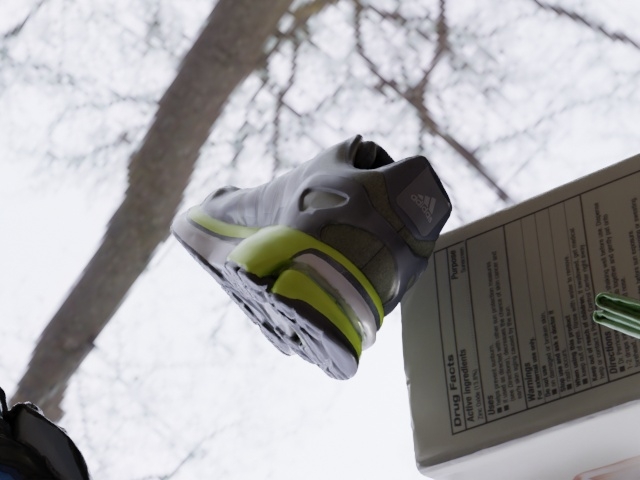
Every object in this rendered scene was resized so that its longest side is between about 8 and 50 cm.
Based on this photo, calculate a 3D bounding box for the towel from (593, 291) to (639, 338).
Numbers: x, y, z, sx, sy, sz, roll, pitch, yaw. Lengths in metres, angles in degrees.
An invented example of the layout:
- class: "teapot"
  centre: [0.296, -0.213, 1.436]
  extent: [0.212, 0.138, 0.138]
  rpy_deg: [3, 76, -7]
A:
- class: "towel"
  centre: [0.212, 0.056, 0.797]
  extent: [0.152, 0.023, 0.113]
  rpy_deg: [16, -179, 36]

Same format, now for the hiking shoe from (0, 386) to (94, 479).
- class: "hiking shoe"
  centre: [-0.100, 0.194, 0.886]
  extent: [0.304, 0.113, 0.132]
  rpy_deg: [25, -149, 0]

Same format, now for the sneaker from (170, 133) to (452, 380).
- class: "sneaker"
  centre: [0.000, 0.000, 1.037]
  extent: [0.111, 0.121, 0.300]
  rpy_deg: [49, 172, -17]

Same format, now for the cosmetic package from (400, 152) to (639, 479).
- class: "cosmetic package"
  centre: [0.202, 0.041, 0.998]
  extent: [0.129, 0.296, 0.153]
  rpy_deg: [29, -132, -47]
